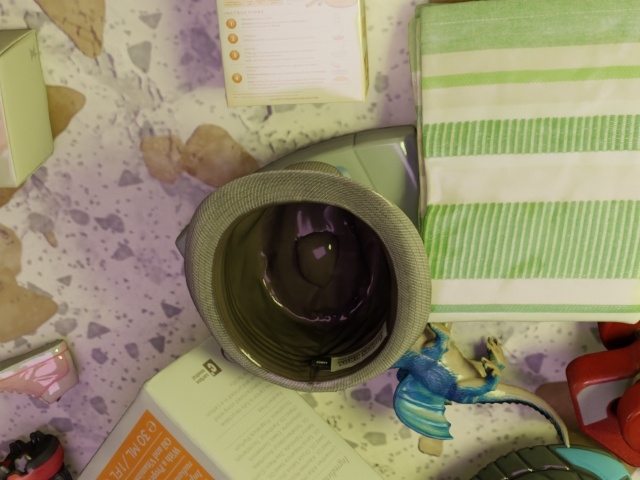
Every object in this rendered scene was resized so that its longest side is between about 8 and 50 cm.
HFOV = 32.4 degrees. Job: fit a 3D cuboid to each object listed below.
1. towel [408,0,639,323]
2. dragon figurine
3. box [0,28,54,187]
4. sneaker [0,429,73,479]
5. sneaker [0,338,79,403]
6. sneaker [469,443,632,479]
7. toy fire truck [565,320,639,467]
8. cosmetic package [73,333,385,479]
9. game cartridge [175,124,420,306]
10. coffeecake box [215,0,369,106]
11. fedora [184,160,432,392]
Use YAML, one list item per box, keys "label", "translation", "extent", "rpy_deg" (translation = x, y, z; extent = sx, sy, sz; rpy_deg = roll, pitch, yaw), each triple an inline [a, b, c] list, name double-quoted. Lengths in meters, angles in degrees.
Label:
- label: "towel"
  translation: [0.214, -0.078, 1.099]
  extent: [0.247, 0.038, 0.325]
  rpy_deg: [-1, 97, 13]
- label: "dragon figurine"
  translation: [0.133, 0.164, 1.244]
  extent: [0.289, 0.085, 0.144]
  rpy_deg: [35, 113, -9]
- label: "box"
  translation: [-0.453, -0.138, 1.156]
  extent: [0.311, 0.121, 0.148]
  rpy_deg: [-1, 113, 7]
- label: "sneaker"
  translation: [-0.419, 0.347, 1.382]
  extent: [0.276, 0.098, 0.135]
  rpy_deg: [-25, 107, 15]
- label: "sneaker"
  translation: [-0.352, 0.173, 1.322]
  extent: [0.134, 0.051, 0.070]
  rpy_deg: [-21, 105, 11]
- label: "sneaker"
  translation: [0.211, 0.338, 1.302]
  extent: [0.340, 0.125, 0.139]
  rpy_deg: [-27, 152, 19]
- label: "toy fire truck"
  translation: [0.430, 0.173, 1.186]
  extent: [0.302, 0.169, 0.254]
  rpy_deg: [-14, 130, 13]
- label: "cosmetic package"
  translation: [-0.038, 0.342, 1.204]
  extent: [0.453, 0.161, 0.230]
  rpy_deg: [43, 127, 9]
- label: "game cartridge"
  translation: [0.000, 0.000, 1.206]
  extent: [0.297, 0.062, 0.198]
  rpy_deg: [-24, 113, 16]
- label: "coffeecake box"
  translation: [-0.028, -0.233, 1.094]
  extent: [0.142, 0.068, 0.186]
  rpy_deg: [-1, 114, 7]
- label: "fedora"
  translation: [-0.008, 0.019, 1.117]
  extent: [0.243, 0.124, 0.275]
  rpy_deg: [-6, 121, 12]
